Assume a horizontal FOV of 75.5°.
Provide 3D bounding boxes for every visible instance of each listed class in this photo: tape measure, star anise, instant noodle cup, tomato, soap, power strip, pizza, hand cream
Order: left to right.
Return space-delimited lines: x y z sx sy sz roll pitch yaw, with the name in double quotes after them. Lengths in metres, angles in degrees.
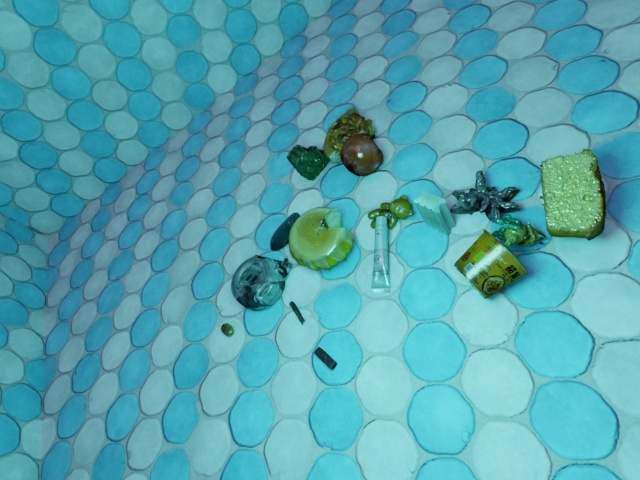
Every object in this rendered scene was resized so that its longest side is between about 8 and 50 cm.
-0.296 0.191 1.970 0.256 0.147 0.274 10 66 35 "tape measure"
0.021 0.478 1.677 0.038 0.029 0.111 -50 47 -5 "power strip"
0.149 -0.564 2.190 0.278 0.114 0.408 8 59 33 "pizza"
0.196 -0.412 2.019 0.184 0.208 0.208 -38 49 13 "tomato"
0.261 0.060 1.772 0.085 0.058 0.330 -4 74 25 "hand cream"
0.464 -0.110 1.672 0.119 0.198 0.066 30 81 40 "soap"
0.652 -0.163 1.654 0.283 0.129 0.212 31 63 36 "star anise"
0.595 0.092 1.473 0.172 0.216 0.215 -43 49 12 "instant noodle cup"

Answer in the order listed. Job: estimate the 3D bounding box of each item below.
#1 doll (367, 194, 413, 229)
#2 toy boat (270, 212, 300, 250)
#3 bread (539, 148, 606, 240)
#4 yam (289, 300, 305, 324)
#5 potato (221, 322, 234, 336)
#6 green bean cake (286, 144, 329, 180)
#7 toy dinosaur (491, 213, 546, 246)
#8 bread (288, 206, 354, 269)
0.305 -0.125 1.848 0.210 0.097 0.137 -26 57 22 "doll"
-0.171 -0.035 2.085 0.246 0.103 0.093 -45 62 16 "toy boat"
0.884 -0.132 1.452 0.195 0.179 0.339 -5 61 30 "bread"
-0.101 0.326 1.851 0.027 0.033 0.129 -23 51 -18 "yam"
-0.445 0.426 1.980 0.083 0.040 0.051 28 83 41 "potato"
-0.055 -0.439 2.185 0.193 0.208 0.107 -47 52 -1 "green bean cake"
0.689 -0.023 1.481 0.153 0.259 0.094 34 124 41 "toy dinosaur"
0.000 0.000 1.905 0.333 0.160 0.332 -16 53 23 "bread"
